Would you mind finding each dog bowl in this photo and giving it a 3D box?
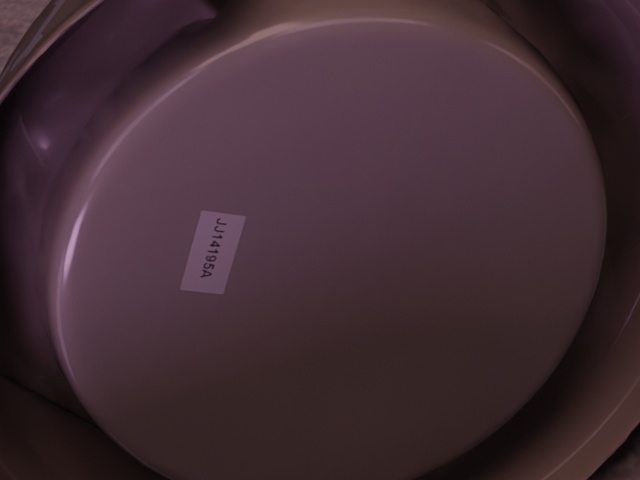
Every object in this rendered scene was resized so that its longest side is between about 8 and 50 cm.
[{"bbox_3d":[0.000,0.000,0.677,0.349,0.349,0.102,-22,33,-3],"label":"dog bowl"}]
